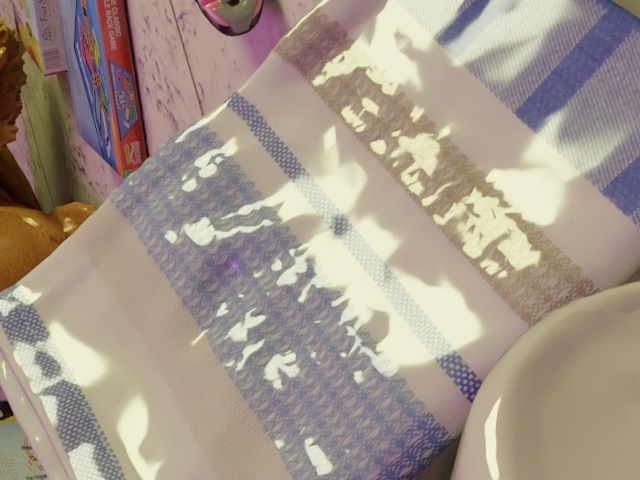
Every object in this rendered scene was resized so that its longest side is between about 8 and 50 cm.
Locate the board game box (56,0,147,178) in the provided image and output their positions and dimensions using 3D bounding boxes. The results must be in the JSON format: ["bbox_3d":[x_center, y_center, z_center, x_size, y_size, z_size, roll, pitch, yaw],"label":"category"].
[{"bbox_3d":[-0.198,-0.206,1.199,0.145,0.027,0.281,-140,40,-59],"label":"board game box"}]

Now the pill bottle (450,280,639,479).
[{"bbox_3d":[0.109,0.170,0.475,0.301,0.169,0.169,97,150,-44],"label":"pill bottle"}]

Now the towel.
[{"bbox_3d":[0.000,0.000,0.530,0.034,0.285,0.209,45,-176,-45],"label":"towel"}]

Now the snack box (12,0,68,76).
[{"bbox_3d":[-0.272,-0.242,1.345,0.100,0.037,0.141,49,148,48],"label":"snack box"}]

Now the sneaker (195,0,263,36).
[{"bbox_3d":[-0.063,-0.156,0.874,0.119,0.047,0.057,-115,15,-44],"label":"sneaker"}]

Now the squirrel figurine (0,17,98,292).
[{"bbox_3d":[-0.395,-0.047,1.467,0.370,0.281,0.397,30,139,52],"label":"squirrel figurine"}]

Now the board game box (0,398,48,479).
[{"bbox_3d":[-0.278,0.290,1.337,0.308,0.302,0.086,57,143,40],"label":"board game box"}]

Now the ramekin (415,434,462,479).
[{"bbox_3d":[-0.010,0.168,0.659,0.277,0.135,0.277,8,-90,-77],"label":"ramekin"}]
